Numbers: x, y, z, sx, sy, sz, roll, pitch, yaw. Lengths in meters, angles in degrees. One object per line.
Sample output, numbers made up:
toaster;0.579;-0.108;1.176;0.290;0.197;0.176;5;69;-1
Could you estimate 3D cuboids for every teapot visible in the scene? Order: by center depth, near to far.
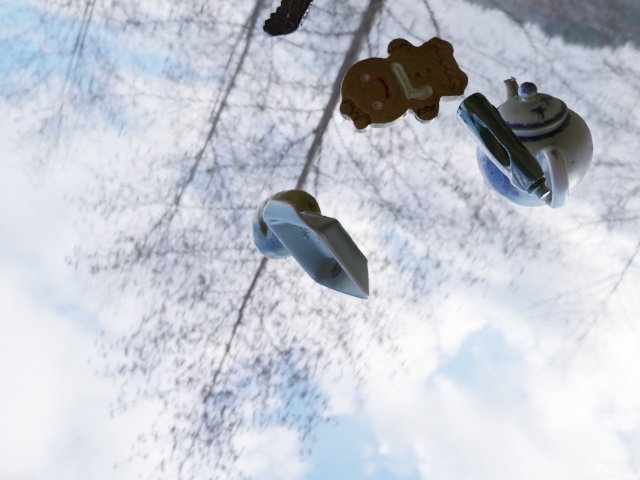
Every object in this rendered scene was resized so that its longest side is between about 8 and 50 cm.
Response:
teapot;0.467;-0.223;1.962;0.253;0.279;0.424;-12;-144;4

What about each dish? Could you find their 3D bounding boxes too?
dish;0.000;0.000;1.558;0.154;0.064;0.234;16;153;48

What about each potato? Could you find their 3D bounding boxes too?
potato;-0.084;-0.038;2.219;0.144;0.248;0.169;-26;-94;-35

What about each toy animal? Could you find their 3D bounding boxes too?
toy animal;-0.002;-0.527;1.664;0.197;0.272;0.160;7;-124;3

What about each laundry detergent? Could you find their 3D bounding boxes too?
laundry detergent;0.322;-0.159;1.551;0.210;0.063;0.137;53;-179;14

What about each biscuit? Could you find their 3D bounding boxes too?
biscuit;0.147;-0.292;1.664;0.249;0.035;0.184;-19;-109;-4
